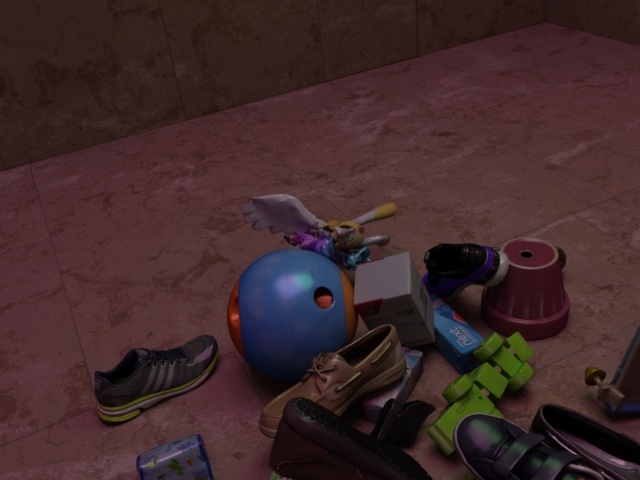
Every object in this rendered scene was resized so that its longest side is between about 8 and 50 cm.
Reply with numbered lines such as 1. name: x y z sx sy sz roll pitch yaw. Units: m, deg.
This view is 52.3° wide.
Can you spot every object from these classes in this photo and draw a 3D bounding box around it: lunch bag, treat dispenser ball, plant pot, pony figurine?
1. lunch bag: -0.280 0.426 1.246 0.128 0.096 0.151 -17 5 -16
2. treat dispenser ball: -0.060 0.162 1.429 0.288 0.288 0.288 -5 33 3
3. plant pot: 0.481 0.101 1.519 0.201 0.180 0.201 -5 33 3
4. pony figurine: 0.000 0.000 1.687 0.351 0.303 0.363 -15 0 30

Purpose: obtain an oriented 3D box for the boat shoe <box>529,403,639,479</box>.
1. boat shoe: 0.526 0.391 1.136 0.335 0.096 0.112 20 41 35

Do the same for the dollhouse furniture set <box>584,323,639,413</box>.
1. dollhouse furniture set: 0.679 0.165 1.282 0.303 0.286 0.198 0 31 -11

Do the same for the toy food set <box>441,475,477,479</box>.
1. toy food set: 0.333 0.427 1.141 0.217 0.071 0.128 -9 33 -2

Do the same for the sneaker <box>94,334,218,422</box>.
1. sneaker: -0.362 0.286 1.450 0.300 0.121 0.111 -28 38 -29

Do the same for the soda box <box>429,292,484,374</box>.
1. soda box: 0.291 0.210 1.492 0.071 0.067 0.210 -19 35 -17

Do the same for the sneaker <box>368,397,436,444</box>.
1. sneaker: 0.147 0.376 1.264 0.170 0.089 0.051 -59 14 -13

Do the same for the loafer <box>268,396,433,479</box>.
1. loafer: 0.065 0.396 1.079 0.130 0.366 0.134 -54 13 3

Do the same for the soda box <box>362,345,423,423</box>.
1. soda box: 0.156 0.306 1.378 0.063 0.058 0.183 12 38 28

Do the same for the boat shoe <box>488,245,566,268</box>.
1. boat shoe: 0.498 0.062 1.684 0.257 0.095 0.095 -1 -2 18

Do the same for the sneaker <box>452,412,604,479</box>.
1. sneaker: 0.362 0.386 1.061 0.321 0.127 0.126 36 65 25

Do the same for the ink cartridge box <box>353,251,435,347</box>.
1. ink cartridge box: 0.166 0.140 1.442 0.128 0.176 0.127 -15 39 19

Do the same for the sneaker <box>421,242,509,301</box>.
1. sneaker: 0.295 0.062 1.533 0.146 0.293 0.102 19 66 -20

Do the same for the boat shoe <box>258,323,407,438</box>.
1. boat shoe: 0.020 0.270 1.285 0.341 0.110 0.121 -24 22 -30

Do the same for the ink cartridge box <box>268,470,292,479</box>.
1. ink cartridge box: 0.038 0.458 1.128 0.255 0.097 0.189 4 34 18

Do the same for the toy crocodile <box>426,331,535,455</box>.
1. toy crocodile: 0.329 0.298 1.320 0.115 0.105 0.340 44 56 8
